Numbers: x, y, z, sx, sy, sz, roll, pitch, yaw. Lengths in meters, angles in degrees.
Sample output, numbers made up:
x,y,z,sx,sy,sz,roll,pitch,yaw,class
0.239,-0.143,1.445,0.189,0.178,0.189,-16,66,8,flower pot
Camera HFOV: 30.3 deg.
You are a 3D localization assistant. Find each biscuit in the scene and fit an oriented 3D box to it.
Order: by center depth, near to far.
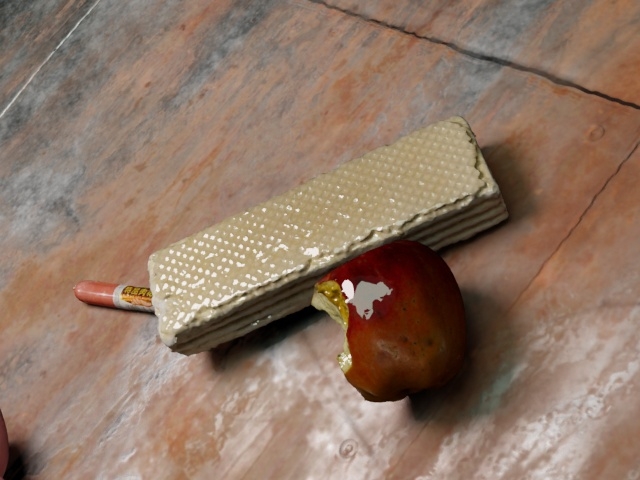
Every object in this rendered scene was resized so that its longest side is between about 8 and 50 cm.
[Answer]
x,y,z,sx,sy,sz,roll,pitch,yaw,class
0.000,0.000,1.375,0.426,0.078,0.144,-24,49,9,biscuit

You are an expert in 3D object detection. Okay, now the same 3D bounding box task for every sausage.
x,y,z,sx,sy,sz,roll,pitch,yaw,class
-0.225,0.074,1.513,0.253,0.034,0.034,4,60,33,sausage

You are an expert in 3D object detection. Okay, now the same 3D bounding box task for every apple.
x,y,z,sx,sy,sz,roll,pitch,yaw,class
0.083,0.085,1.237,0.147,0.156,0.158,-32,76,9,apple

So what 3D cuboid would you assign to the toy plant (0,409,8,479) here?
x,y,z,sx,sy,sz,roll,pitch,yaw,class
-0.477,0.327,1.329,0.210,0.317,0.356,-46,38,41,toy plant
